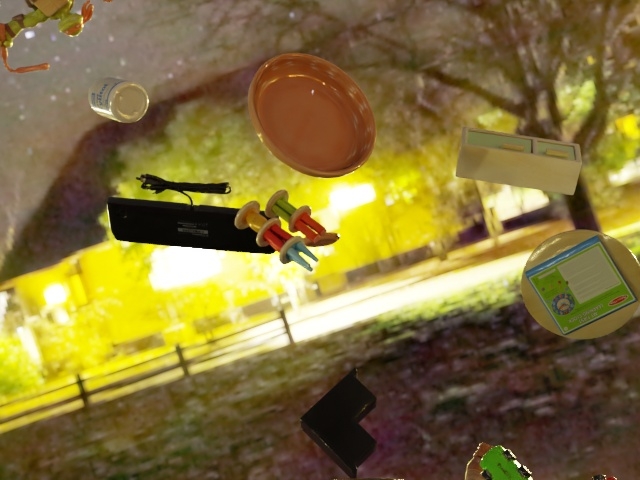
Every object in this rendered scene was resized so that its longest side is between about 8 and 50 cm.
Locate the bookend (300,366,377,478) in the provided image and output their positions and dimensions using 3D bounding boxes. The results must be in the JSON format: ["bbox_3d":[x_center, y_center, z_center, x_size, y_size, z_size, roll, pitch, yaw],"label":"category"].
[{"bbox_3d":[0.068,0.368,2.036,0.157,0.156,0.072,-42,-21,-17],"label":"bookend"}]

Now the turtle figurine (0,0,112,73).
[{"bbox_3d":[-0.424,-0.405,1.578,0.270,0.217,0.087,-33,16,10],"label":"turtle figurine"}]

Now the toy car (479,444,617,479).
[{"bbox_3d":[0.338,0.414,1.602,0.239,0.053,0.225,-46,42,4],"label":"toy car"}]

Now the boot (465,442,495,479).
[{"bbox_3d":[0.415,0.557,2.287,0.073,0.197,0.152,-43,9,37],"label":"boot"}]

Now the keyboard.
[{"bbox_3d":[-0.233,-0.052,1.859,0.317,0.033,0.201,5,-38,-2],"label":"keyboard"}]

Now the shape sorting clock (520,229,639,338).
[{"bbox_3d":[0.454,0.077,1.766,0.206,0.206,0.040,-18,12,20],"label":"shape sorting clock"}]

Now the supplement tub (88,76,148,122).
[{"bbox_3d":[-0.344,-0.240,1.724,0.071,0.071,0.107,-19,22,-30],"label":"supplement tub"}]

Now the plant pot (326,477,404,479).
[{"bbox_3d":[0.066,0.450,1.812,0.237,0.032,0.236,-2,-8,0],"label":"plant pot"}]

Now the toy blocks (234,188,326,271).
[{"bbox_3d":[-0.041,-0.012,1.583,0.123,0.148,0.054,-24,-38,-45],"label":"toy blocks"}]

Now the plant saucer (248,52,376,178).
[{"bbox_3d":[-0.015,-0.173,1.443,0.200,0.200,0.037,-19,-13,-35],"label":"plant saucer"}]

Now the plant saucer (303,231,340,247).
[{"bbox_3d":[0.000,0.000,2.132,0.084,0.013,0.083,-7,-15,-2],"label":"plant saucer"}]

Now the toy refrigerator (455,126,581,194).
[{"bbox_3d":[0.450,-0.186,2.311,0.270,0.094,0.102,10,32,6],"label":"toy refrigerator"}]
